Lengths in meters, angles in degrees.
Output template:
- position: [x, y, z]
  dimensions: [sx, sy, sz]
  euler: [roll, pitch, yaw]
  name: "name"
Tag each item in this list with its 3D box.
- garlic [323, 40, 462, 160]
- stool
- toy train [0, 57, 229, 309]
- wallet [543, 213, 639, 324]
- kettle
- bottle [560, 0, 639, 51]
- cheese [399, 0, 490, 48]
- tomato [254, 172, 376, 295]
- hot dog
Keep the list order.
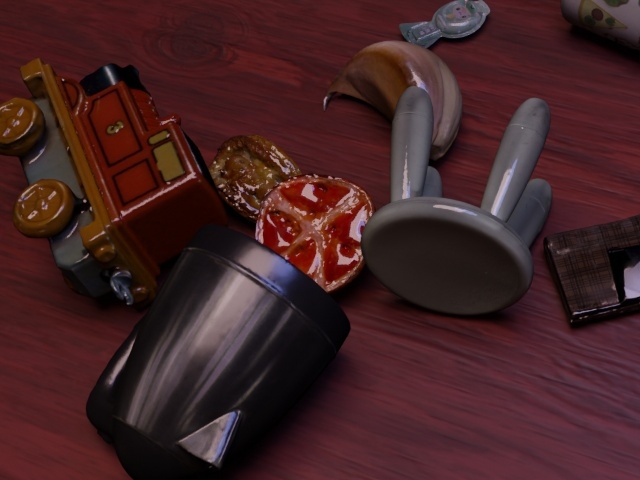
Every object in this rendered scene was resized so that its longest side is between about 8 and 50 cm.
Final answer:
- position: [0.110, -0.195, 1.681]
  dimensions: [0.115, 0.128, 0.206]
  euler: [-15, 36, -33]
  name: "garlic"
- position: [0.161, -0.043, 1.508]
  dimensions: [0.195, 0.195, 0.199]
  euler: [7, 52, 16]
  name: "stool"
- position: [-0.259, -0.076, 1.622]
  dimensions: [0.231, 0.163, 0.369]
  euler: [-27, 54, -1]
  name: "toy train"
- position: [0.380, 0.019, 1.505]
  dimensions: [0.230, 0.042, 0.124]
  euler: [-12, 51, 1]
  name: "wallet"
- position: [-0.139, 0.138, 1.438]
  dimensions: [0.250, 0.207, 0.271]
  euler: [28, 73, 20]
  name: "kettle"
- position: [0.437, -0.286, 1.661]
  dimensions: [0.253, 0.120, 0.120]
  euler: [31, 67, 28]
  name: "bottle"
- position: [0.171, -0.292, 1.776]
  dimensions: [0.120, 0.026, 0.067]
  euler: [-24, 54, -5]
  name: "cheese"
- position: [0.000, 0.000, 1.577]
  dimensions: [0.155, 0.069, 0.156]
  euler: [-5, 73, 16]
  name: "tomato"
- position: [-0.084, -0.079, 1.656]
  dimensions: [0.147, 0.065, 0.099]
  euler: [40, 88, 30]
  name: "hot dog"
